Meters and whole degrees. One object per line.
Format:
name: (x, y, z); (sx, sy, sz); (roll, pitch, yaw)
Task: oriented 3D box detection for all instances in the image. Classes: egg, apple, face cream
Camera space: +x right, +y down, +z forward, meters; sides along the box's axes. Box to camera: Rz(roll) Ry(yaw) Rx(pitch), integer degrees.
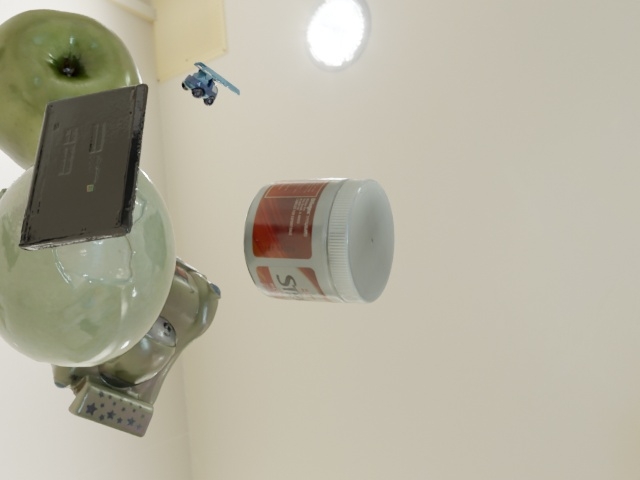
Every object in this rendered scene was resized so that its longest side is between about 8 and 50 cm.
egg: (-0.355, 0.016, 0.970); (0.278, 0.278, 0.336); (28, -60, 23)
apple: (-0.557, -0.304, 1.416); (0.357, 0.357, 0.357); (-1, -91, 25)
face cream: (0.000, 0.000, 1.069); (0.187, 0.201, 0.201); (1, -91, 27)

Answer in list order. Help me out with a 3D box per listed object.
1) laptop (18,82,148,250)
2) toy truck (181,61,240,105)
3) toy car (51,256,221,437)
laptop: (-0.259, -0.086, 0.723); (0.135, 0.016, 0.197); (-9, -116, 13)
toy truck: (-0.245, -0.340, 1.474); (0.063, 0.136, 0.074); (39, -84, 32)
toy car: (-0.373, 0.194, 1.342); (0.336, 0.242, 0.226); (-56, -145, 0)
